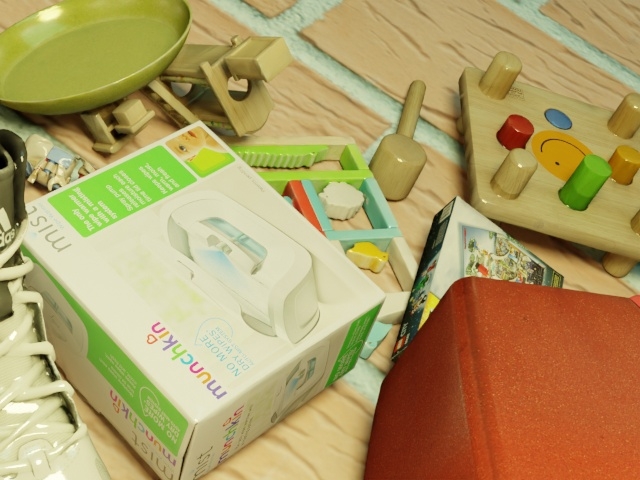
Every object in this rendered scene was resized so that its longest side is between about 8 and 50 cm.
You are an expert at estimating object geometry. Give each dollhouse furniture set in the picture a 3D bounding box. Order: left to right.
[{"bbox_3d":[-0.127,-0.127,1.217,0.182,0.101,0.161,12,49,47],"label":"dollhouse furniture set"}]

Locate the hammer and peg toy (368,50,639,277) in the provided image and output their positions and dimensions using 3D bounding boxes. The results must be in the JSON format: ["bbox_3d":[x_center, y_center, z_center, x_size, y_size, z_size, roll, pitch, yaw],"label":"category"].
[{"bbox_3d":[0.242,-0.114,1.409,0.361,0.127,0.266,16,44,-12],"label":"hammer and peg toy"}]

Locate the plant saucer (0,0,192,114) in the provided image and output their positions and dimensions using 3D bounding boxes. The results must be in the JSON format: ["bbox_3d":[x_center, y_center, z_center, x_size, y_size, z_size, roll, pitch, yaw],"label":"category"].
[{"bbox_3d":[-0.248,-0.198,1.246,0.241,0.037,0.241,-9,37,7],"label":"plant saucer"}]

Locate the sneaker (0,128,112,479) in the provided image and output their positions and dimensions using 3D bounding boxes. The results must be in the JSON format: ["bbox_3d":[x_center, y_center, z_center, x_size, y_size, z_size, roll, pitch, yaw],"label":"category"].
[{"bbox_3d":[-0.263,0.084,0.869,0.169,0.257,0.447,-21,61,-39],"label":"sneaker"}]

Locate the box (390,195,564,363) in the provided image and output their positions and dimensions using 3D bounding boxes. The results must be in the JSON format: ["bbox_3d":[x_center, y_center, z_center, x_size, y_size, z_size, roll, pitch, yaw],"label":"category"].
[{"bbox_3d":[0.170,0.078,1.222,0.159,0.044,0.233,37,41,-12],"label":"box"}]

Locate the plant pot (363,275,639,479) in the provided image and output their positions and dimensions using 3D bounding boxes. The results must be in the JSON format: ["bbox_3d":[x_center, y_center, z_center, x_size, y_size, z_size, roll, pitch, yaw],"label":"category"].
[{"bbox_3d":[0.177,0.182,0.979,0.267,0.267,0.235,8,48,-20],"label":"plant pot"}]

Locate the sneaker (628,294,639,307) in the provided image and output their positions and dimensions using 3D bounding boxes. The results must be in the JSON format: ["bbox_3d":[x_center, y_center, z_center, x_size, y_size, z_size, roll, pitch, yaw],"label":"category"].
[{"bbox_3d":[0.351,0.174,1.190,0.107,0.118,0.279,1,48,-25],"label":"sneaker"}]

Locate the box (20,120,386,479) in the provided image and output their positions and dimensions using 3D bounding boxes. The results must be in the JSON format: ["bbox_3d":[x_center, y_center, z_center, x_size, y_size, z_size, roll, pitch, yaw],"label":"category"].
[{"bbox_3d":[-0.121,0.052,1.051,0.231,0.127,0.262,-30,64,-36],"label":"box"}]

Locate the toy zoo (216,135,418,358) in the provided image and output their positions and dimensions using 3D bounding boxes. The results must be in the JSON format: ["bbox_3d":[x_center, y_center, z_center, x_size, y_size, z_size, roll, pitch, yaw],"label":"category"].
[{"bbox_3d":[0.000,0.000,1.249,0.192,0.030,0.293,-2,50,-28],"label":"toy zoo"}]

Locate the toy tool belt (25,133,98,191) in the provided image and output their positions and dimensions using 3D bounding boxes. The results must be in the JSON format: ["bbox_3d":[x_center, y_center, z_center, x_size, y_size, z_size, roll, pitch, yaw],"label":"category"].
[{"bbox_3d":[-0.270,-0.066,1.174,0.083,0.052,0.051,27,74,5],"label":"toy tool belt"}]
